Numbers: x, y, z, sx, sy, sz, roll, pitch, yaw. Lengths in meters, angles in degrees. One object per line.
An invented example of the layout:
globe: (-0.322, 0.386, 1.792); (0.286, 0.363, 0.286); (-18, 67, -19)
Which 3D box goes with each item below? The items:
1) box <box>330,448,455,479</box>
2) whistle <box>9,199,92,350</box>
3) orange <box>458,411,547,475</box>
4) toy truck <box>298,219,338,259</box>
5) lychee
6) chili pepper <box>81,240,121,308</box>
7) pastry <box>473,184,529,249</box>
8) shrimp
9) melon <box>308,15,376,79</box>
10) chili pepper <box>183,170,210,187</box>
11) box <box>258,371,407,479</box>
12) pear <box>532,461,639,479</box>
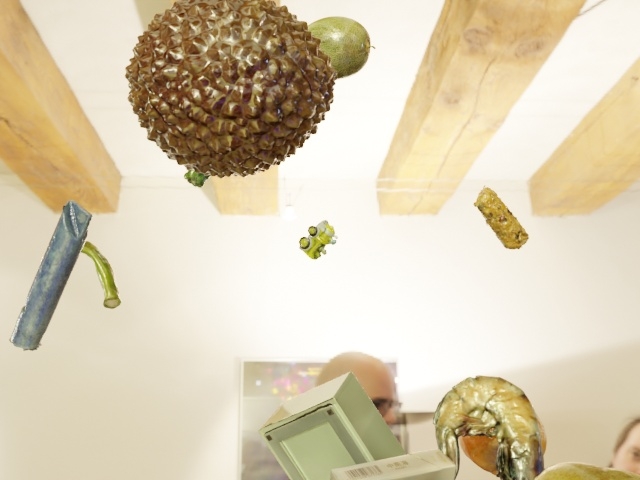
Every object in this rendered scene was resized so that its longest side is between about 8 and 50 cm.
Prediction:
box: (0.133, 0.496, 1.173); (0.242, 0.156, 0.067); (0, 15, -25)
whistle: (-0.504, 0.069, 1.167); (0.062, 0.304, 0.062); (26, 14, -7)
orange: (0.468, 0.510, 1.599); (0.223, 0.170, 0.224); (3, -62, 5)
toy truck: (0.000, 0.000, 1.688); (0.111, 0.077, 0.076); (-51, -20, 21)
lychee: (-0.112, -0.208, 0.827); (0.267, 0.268, 0.267); (-1, -19, 0)
chili pepper: (-0.493, 0.064, 1.375); (0.050, 0.202, 0.052); (-37, -23, 1)
pastry: (0.347, -0.039, 1.193); (0.056, 0.140, 0.080); (-38, 8, 23)
shrimp: (0.355, 0.461, 1.309); (0.233, 0.365, 0.071); (3, -31, 5)
melon: (0.034, -0.432, 1.391); (0.192, 0.139, 0.139); (4, -16, 22)
chili pepper: (-0.229, -0.181, 1.255); (0.073, 0.182, 0.050); (-23, -53, 22)
box: (0.024, 0.439, 1.333); (0.225, 0.225, 0.117); (-32, 3, 31)
pear: (0.374, 0.419, 0.819); (0.228, 0.211, 0.189); (3, -55, 22)
